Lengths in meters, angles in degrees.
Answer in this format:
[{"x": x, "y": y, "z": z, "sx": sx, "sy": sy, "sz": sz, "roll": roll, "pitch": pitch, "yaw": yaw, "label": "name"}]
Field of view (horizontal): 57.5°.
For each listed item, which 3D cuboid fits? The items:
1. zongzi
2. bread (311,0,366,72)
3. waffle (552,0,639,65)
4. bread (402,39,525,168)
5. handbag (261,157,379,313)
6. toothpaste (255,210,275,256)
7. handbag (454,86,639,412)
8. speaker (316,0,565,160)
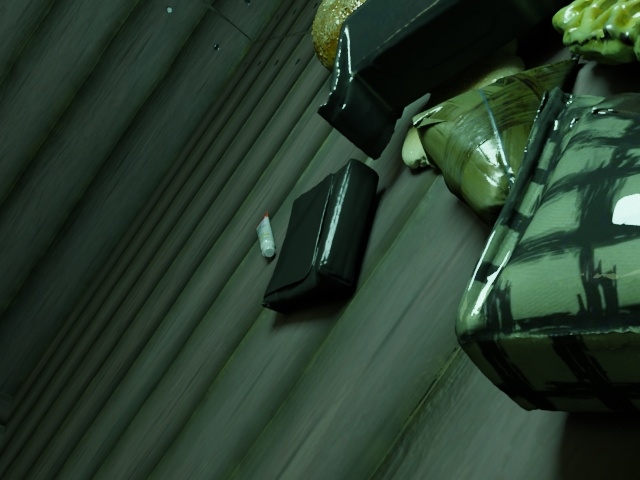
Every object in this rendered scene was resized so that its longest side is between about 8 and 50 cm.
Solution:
[{"x": 0.260, "y": -0.124, "z": 0.704, "sx": 0.242, "sy": 0.112, "sz": 0.221, "roll": -25, "pitch": 42, "yaw": 2, "label": "zongzi"}, {"x": 0.095, "y": -0.542, "z": 1.382, "sx": 0.305, "sy": 0.158, "sz": 0.306, "roll": -42, "pitch": 29, "yaw": 29, "label": "bread"}, {"x": 0.413, "y": -0.296, "z": 0.634, "sx": 0.297, "sy": 0.073, "sz": 0.317, "roll": -38, "pitch": 22, "yaw": 14, "label": "waffle"}, {"x": 0.227, "y": -0.222, "z": 0.917, "sx": 0.251, "sy": 0.039, "sz": 0.181, "roll": -59, "pitch": 25, "yaw": -8, "label": "bread"}, {"x": 0.000, "y": 0.000, "z": 1.016, "sx": 0.223, "sy": 0.080, "sz": 0.247, "roll": -31, "pitch": 37, "yaw": 54, "label": "handbag"}, {"x": -0.123, "y": -0.013, "z": 1.292, "sx": 0.048, "sy": 0.031, "sz": 0.190, "roll": -53, "pitch": 23, "yaw": 14, "label": "toothpaste"}, {"x": 0.300, "y": -0.032, "z": 0.447, "sx": 0.325, "sy": 0.162, "sz": 0.327, "roll": -16, "pitch": 38, "yaw": 48, "label": "handbag"}, {"x": 0.184, "y": -0.305, "z": 0.859, "sx": 0.388, "sy": 0.180, "sz": 0.184, "roll": -29, "pitch": 41, "yaw": 38, "label": "speaker"}]
